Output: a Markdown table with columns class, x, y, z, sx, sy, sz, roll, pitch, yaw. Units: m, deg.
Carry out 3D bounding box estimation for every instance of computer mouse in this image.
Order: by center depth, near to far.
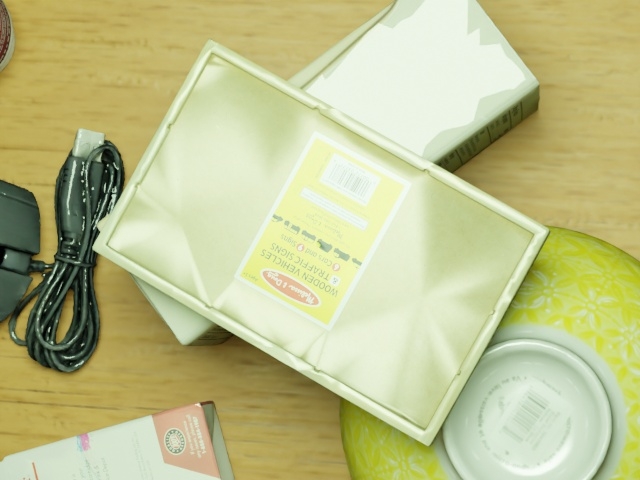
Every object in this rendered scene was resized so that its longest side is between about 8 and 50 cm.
| class | x | y | z | sx | sy | sz | roll | pitch | yaw |
| --- | --- | --- | --- | --- | --- | --- | --- | --- | --- |
| computer mouse | -0.297 | -0.011 | 1.384 | 0.272 | 0.072 | 0.188 | 10 | 89 | 8 |

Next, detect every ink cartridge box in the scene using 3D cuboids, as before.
| class | x | y | z | sx | sy | sz | roll | pitch | yaw |
| --- | --- | --- | --- | --- | --- | --- | --- | --- | --- |
| ink cartridge box | -0.165 | 0.202 | 1.359 | 0.198 | 0.067 | 0.115 | -15 | 85 | 5 |

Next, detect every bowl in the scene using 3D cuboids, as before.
| class | x | y | z | sx | sy | sz | roll | pitch | yaw |
| --- | --- | --- | --- | --- | --- | --- | --- | --- | --- |
| bowl | 0.149 | 0.127 | 1.279 | 0.289 | 0.156 | 0.289 | 0 | 87 | 7 |

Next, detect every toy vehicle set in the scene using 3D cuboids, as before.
| class | x | y | z | sx | sy | sz | roll | pitch | yaw |
| --- | --- | --- | --- | --- | --- | --- | --- | --- | --- |
| toy vehicle set | 0.000 | 0.000 | 1.205 | 0.267 | 0.035 | 0.166 | 30 | 91 | 7 |

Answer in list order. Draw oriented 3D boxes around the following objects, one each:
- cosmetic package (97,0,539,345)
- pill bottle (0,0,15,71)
| class | x | y | z | sx | sy | sz | roll | pitch | yaw |
| --- | --- | --- | --- | --- | --- | --- | --- | --- | --- |
| cosmetic package | 0.005 | -0.055 | 1.305 | 0.309 | 0.160 | 0.113 | -37 | 84 | 3 |
| pill bottle | -0.282 | -0.161 | 1.349 | 0.086 | 0.152 | 0.086 | 0 | 87 | 7 |
